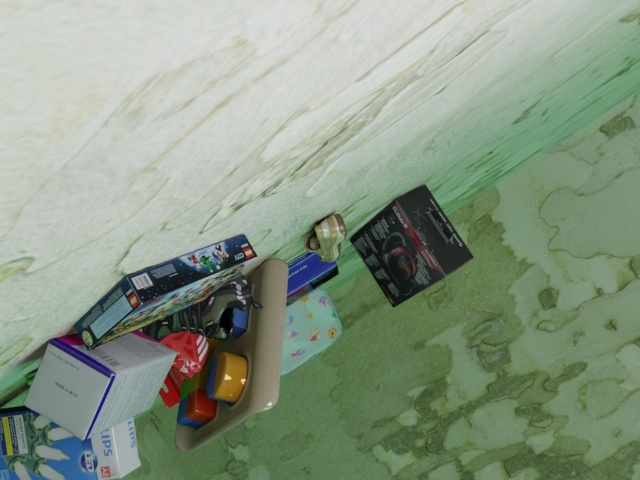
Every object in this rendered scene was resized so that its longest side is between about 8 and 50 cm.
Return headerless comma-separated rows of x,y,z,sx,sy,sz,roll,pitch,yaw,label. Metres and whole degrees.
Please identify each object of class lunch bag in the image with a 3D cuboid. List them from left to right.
-0.083,0.245,2.248,0.279,0.224,0.108,-32,-152,-15,lunch bag

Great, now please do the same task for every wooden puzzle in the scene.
-0.199,0.228,1.548,0.081,0.322,0.348,24,142,-28,wooden puzzle

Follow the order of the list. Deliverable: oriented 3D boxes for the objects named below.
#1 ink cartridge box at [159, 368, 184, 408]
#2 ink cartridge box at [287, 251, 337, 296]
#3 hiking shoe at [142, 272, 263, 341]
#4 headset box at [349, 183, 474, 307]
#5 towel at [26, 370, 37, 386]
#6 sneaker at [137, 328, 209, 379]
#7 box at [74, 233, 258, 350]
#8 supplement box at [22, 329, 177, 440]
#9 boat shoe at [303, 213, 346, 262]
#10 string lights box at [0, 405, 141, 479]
-0.340,0.341,2.094,0.231,0.134,0.078,-27,172,-38,ink cartridge box
-0.043,0.091,1.952,0.176,0.069,0.371,-31,171,-2,ink cartridge box
-0.207,0.132,1.305,0.227,0.114,0.086,-35,172,24,hiking shoe
0.226,0.014,1.911,0.110,0.218,0.293,-29,172,-31,headset box
-0.442,0.219,1.308,0.113,0.023,0.152,-31,171,-23,towel
-0.292,0.213,1.446,0.221,0.128,0.087,-27,170,-45,sneaker
-0.220,0.072,1.123,0.159,0.044,0.233,-38,171,39,box
-0.329,0.208,1.181,0.113,0.111,0.220,-65,167,7,supplement box
0.000,0.000,1.532,0.072,0.068,0.190,-18,160,-12,boat shoe
-0.446,0.342,1.310,0.260,0.133,0.077,-11,178,14,string lights box
